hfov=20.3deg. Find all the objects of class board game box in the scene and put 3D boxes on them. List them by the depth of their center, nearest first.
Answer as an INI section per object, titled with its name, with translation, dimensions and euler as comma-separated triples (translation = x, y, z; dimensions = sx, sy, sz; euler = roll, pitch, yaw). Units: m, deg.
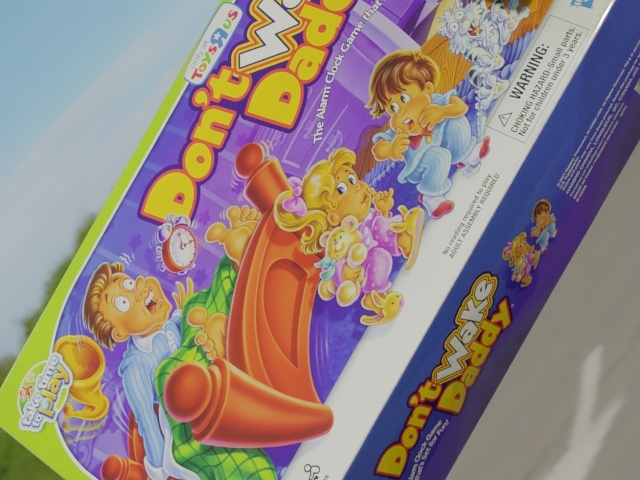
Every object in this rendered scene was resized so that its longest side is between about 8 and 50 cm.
[board game box]
translation = 0.000, 0.000, 0.916
dimensions = 0.078, 0.233, 0.347
euler = 30, -91, -49
